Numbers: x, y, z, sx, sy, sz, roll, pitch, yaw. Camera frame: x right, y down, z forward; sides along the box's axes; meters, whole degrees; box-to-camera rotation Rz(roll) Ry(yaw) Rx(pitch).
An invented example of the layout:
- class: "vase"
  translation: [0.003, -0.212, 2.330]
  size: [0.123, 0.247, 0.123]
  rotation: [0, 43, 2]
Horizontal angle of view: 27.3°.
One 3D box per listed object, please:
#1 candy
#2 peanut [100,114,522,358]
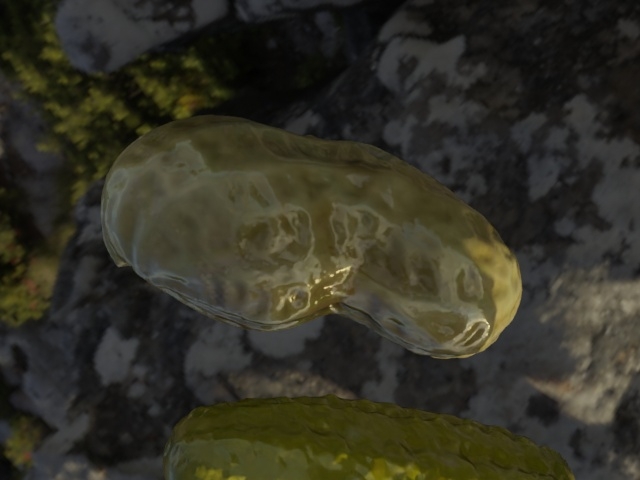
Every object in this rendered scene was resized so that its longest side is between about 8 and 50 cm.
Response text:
- class: "candy"
  translation: [0.020, 0.119, 0.592]
  size: [0.199, 0.106, 0.094]
  rotation: [19, 121, -26]
- class: "peanut"
  translation: [0.000, 0.000, 0.918]
  size: [0.305, 0.147, 0.147]
  rotation: [9, 132, -17]
